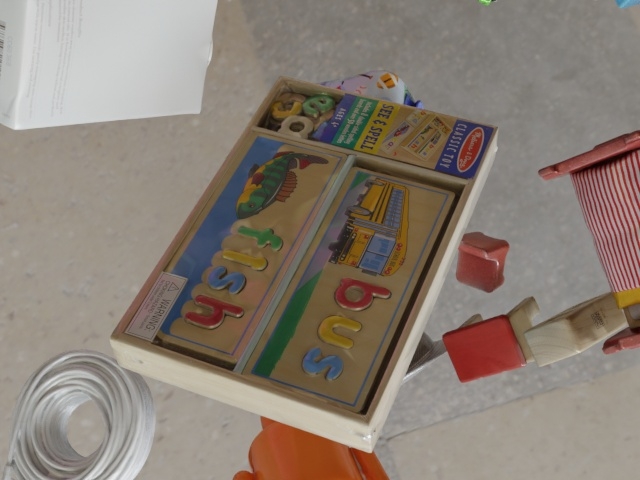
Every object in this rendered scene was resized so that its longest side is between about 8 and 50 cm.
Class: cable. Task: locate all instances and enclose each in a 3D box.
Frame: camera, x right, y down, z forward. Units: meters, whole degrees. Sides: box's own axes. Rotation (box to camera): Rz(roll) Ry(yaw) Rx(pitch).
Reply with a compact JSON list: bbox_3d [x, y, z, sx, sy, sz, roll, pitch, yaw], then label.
[{"bbox_3d":[-0.392,0.311,1.659,0.089,0.257,0.257,39,49,-64],"label":"cable"}]

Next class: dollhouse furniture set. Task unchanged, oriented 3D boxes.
[{"bbox_3d":[0.252,0.031,1.092,0.152,0.374,0.201,-17,84,-46],"label":"dollhouse furniture set"}]

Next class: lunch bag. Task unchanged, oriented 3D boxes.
[{"bbox_3d":[0.093,-0.169,1.789,0.303,0.243,0.115,48,47,-44],"label":"lunch bag"}]

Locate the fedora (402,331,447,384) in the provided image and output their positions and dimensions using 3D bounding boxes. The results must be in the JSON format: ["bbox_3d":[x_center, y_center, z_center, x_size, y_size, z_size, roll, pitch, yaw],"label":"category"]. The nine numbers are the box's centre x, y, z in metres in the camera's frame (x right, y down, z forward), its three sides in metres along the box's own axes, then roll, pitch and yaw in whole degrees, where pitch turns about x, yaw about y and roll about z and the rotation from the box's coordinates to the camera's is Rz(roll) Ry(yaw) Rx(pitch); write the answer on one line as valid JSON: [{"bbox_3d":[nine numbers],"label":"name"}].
[{"bbox_3d":[0.066,0.180,1.548,0.124,0.275,0.243,53,15,3],"label":"fedora"}]

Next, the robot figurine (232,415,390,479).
[{"bbox_3d":[-0.014,0.297,1.203,0.158,0.128,0.219,17,32,-35],"label":"robot figurine"}]

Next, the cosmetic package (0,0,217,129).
[{"bbox_3d":[-0.349,-0.304,1.555,0.156,0.217,0.385,25,22,30],"label":"cosmetic package"}]

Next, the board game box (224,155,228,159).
[{"bbox_3d":[-0.040,-0.211,2.099,0.242,0.316,0.064,-27,96,-22],"label":"board game box"}]

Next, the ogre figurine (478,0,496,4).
[{"bbox_3d":[0.209,-0.401,1.259,0.096,0.118,0.197,-9,112,-30],"label":"ogre figurine"}]

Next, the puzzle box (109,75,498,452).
[{"bbox_3d":[0.000,0.000,1.046,0.272,0.052,0.409,16,53,15],"label":"puzzle box"}]

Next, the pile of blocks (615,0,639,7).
[{"bbox_3d":[0.263,-0.219,0.686,0.362,0.112,0.149,18,65,-10],"label":"pile of blocks"}]
